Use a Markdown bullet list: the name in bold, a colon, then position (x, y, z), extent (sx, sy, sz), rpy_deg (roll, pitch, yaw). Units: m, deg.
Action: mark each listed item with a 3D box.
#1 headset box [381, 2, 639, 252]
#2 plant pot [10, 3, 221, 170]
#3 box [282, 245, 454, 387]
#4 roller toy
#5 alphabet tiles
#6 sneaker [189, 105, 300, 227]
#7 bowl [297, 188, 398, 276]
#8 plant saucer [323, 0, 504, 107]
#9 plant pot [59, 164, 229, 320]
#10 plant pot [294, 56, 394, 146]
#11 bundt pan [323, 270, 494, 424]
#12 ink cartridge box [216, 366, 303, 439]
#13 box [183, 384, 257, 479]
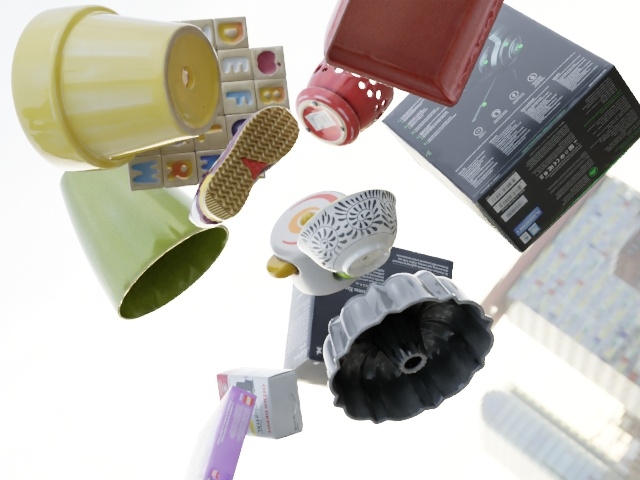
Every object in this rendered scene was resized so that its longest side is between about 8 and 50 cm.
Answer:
- **headset box**: position (0.253, -0.164, 1.451), extent (0.246, 0.283, 0.131), rpy_deg (-45, -51, 3)
- **plant pot**: position (-0.289, -0.234, 1.597), extent (0.254, 0.239, 0.254), rpy_deg (-1, -90, -64)
- **box**: position (0.110, 0.179, 2.420), extent (0.179, 0.343, 0.313), rpy_deg (132, 148, -59)
- **roller toy**: position (0.000, 0.000, 2.135), extent (0.146, 0.209, 0.191), rpy_deg (57, -151, -33)
- **alphabet tiles**: position (-0.221, -0.233, 1.791), extent (0.342, 0.285, 0.011), rpy_deg (-6, -7, -9)
- **sneaker**: position (-0.099, -0.093, 1.307), extent (0.185, 0.069, 0.084), rpy_deg (-52, 15, -29)
- **bowl**: position (0.056, 0.003, 1.628), extent (0.170, 0.080, 0.170), rpy_deg (-21, -26, -11)
- **plant saucer**: position (0.123, -0.305, 1.248), extent (0.258, 0.047, 0.259), rpy_deg (9, -72, -48)
- **plant pot**: position (-0.378, -0.040, 2.120), extent (0.275, 0.293, 0.275), rpy_deg (-38, -15, -12)
- **plant pot**: position (0.050, -0.320, 2.442), extent (0.174, 0.191, 0.191), rpy_deg (-55, -20, -30)
- **bundt pan**: position (0.149, 0.187, 1.973), extent (0.330, 0.124, 0.331), rpy_deg (-14, -47, -15)
- **ink cartridge box**: position (-0.123, 0.323, 2.124), extent (0.072, 0.175, 0.127), rpy_deg (-10, -87, -41)
- **box**: position (-0.208, 0.438, 1.956), extent (0.201, 0.057, 0.293), rpy_deg (-55, 14, 45)
